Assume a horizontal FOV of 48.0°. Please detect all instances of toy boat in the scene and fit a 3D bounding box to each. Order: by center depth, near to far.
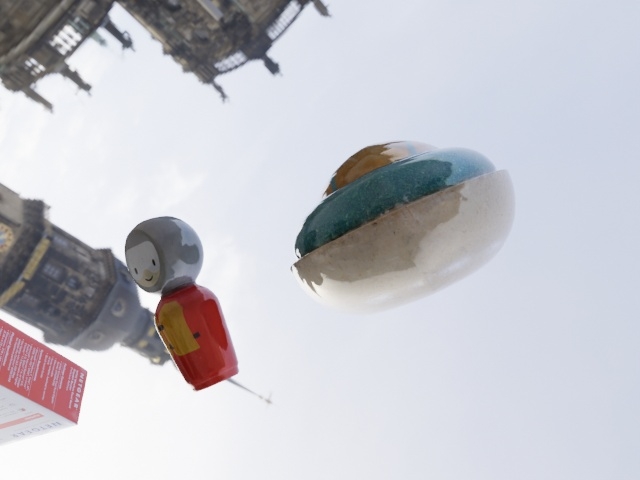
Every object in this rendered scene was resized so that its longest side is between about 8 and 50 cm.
[{"bbox_3d":[0.000,0.000,0.593,0.318,0.267,0.148,-23,-94,1],"label":"toy boat"}]

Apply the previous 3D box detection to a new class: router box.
[{"bbox_3d":[-0.529,0.179,0.906,0.335,0.301,0.082,-18,-130,19],"label":"router box"}]
